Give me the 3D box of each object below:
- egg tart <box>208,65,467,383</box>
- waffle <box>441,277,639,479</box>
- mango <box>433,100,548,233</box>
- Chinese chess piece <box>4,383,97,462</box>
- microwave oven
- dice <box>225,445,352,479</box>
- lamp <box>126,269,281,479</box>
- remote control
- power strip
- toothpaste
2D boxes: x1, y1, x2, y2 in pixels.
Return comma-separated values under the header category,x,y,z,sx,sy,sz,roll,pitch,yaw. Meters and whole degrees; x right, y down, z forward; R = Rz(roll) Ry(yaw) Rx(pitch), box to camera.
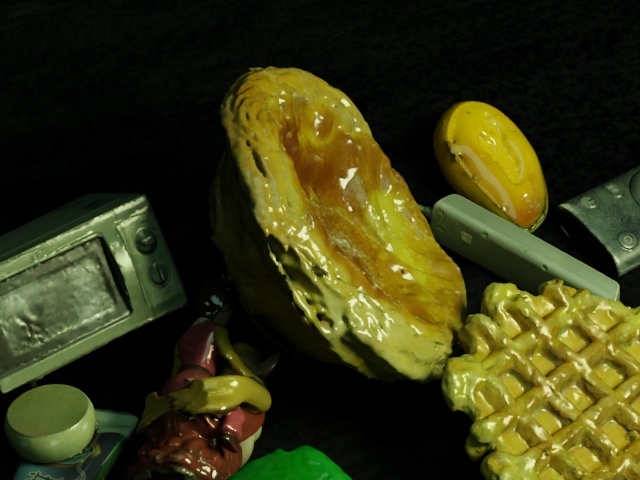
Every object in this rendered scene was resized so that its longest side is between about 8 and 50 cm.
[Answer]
category,x,y,z,sx,sy,sz,roll,pitch,yaw
egg tart,0.000,0.000,1.896,0.150,0.352,0.352,-34,46,21
waffle,0.261,0.170,1.822,0.325,0.068,0.302,9,49,-12
mango,0.179,-0.076,2.080,0.101,0.066,0.187,-16,56,-26
Chinese chess piece,-0.248,0.168,1.825,0.084,0.034,0.084,-4,34,2
microwave oven,-0.254,0.052,1.884,0.205,0.129,0.163,-26,12,-24
dice,-0.029,0.264,1.726,0.128,0.131,0.120,-31,59,-28
lamp,-0.101,0.149,1.843,0.118,0.118,0.253,9,45,6
remote control,0.428,-0.073,2.098,0.377,0.044,0.107,-24,50,-22
power strip,0.197,0.019,1.997,0.252,0.060,0.027,30,55,22
toothpaste,-0.266,0.289,1.740,0.099,0.061,0.392,7,46,14
